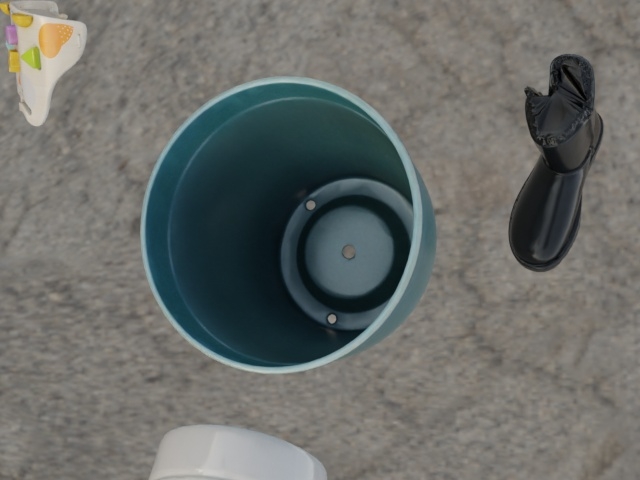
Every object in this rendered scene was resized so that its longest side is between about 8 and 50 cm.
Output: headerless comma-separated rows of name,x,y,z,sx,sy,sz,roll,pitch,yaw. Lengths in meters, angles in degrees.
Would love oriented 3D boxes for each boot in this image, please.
boot,0.296,-0.098,1.517,0.246,0.094,0.207,-67,157,-7

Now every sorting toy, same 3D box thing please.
sorting toy,-0.190,-0.118,0.785,0.045,0.083,0.075,0,109,-26

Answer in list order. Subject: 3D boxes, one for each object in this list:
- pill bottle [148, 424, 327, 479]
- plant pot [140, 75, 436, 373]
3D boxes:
pill bottle,-0.110,0.367,1.072,0.204,0.204,0.361,29,56,-26
plant pot,0.000,0.000,1.174,0.255,0.271,0.272,21,70,-70
